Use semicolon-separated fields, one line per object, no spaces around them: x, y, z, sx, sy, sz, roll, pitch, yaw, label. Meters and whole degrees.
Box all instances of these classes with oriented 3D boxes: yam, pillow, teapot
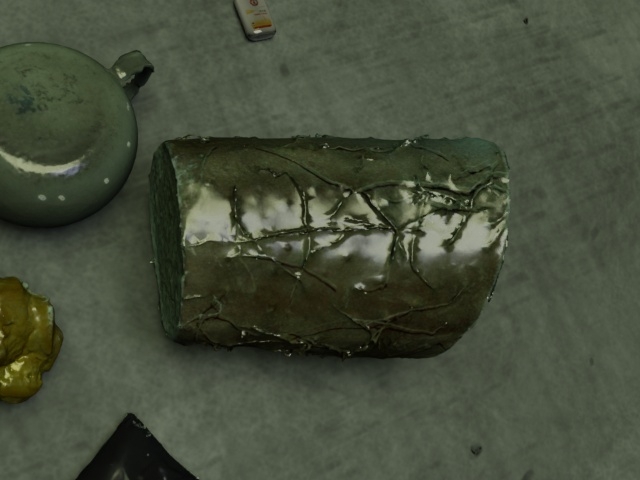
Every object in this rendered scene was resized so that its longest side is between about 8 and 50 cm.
0.000;0.000;0.942;0.348;0.241;0.241;1;72;-14;yam
-0.152;0.285;0.886;0.208;0.055;0.141;40;58;-4;pillow
-0.287;-0.105;0.933;0.193;0.129;0.294;48;62;1;teapot

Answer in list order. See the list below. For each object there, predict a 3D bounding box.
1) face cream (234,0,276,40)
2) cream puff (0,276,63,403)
-0.085;-0.288;1.121;0.040;0.021;0.083;-17;78;-24;face cream
-0.324;0.105;0.849;0.156;0.121;0.156;6;74;-22;cream puff
